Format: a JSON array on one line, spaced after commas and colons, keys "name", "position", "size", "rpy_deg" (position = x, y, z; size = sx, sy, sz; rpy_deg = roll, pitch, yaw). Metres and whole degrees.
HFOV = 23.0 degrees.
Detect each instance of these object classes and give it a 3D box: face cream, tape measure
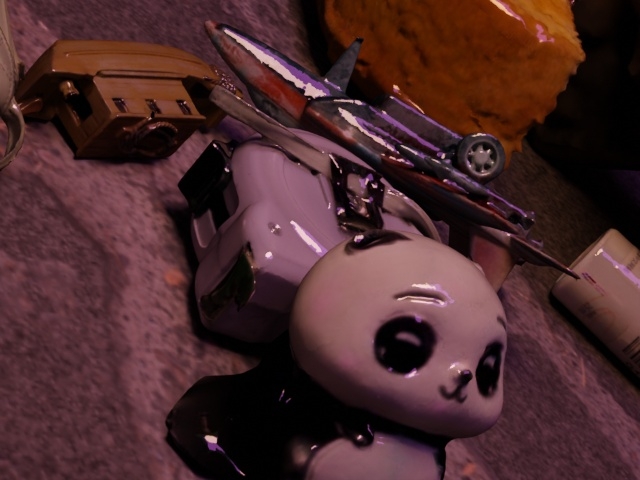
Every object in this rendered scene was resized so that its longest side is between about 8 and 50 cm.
[{"name": "face cream", "position": [0.318, 0.108, 1.337], "size": [0.269, 0.082, 0.082], "rpy_deg": [45, 28, 5]}, {"name": "tape measure", "position": [-0.003, -0.003, 1.067], "size": [0.196, 0.105, 0.178], "rpy_deg": [15, 38, -39]}]

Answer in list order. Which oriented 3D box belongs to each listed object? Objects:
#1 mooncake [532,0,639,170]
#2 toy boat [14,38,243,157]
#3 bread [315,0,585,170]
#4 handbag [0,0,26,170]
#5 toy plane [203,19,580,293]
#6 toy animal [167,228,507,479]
[{"name": "mooncake", "position": [0.344, -0.169, 1.427], "size": [0.394, 0.246, 0.393], "rpy_deg": [9, 3, 31]}, {"name": "toy boat", "position": [-0.127, -0.097, 1.094], "size": [0.200, 0.057, 0.077], "rpy_deg": [-6, 58, -55]}, {"name": "bread", "position": [0.102, -0.222, 1.404], "size": [0.179, 0.194, 0.340], "rpy_deg": [30, 35, -25]}, {"name": "handbag", "position": [-0.289, -0.129, 0.927], "size": [0.256, 0.079, 0.219], "rpy_deg": [11, 52, -43]}, {"name": "toy plane", "position": [0.052, -0.073, 1.187], "size": [0.326, 0.104, 0.223], "rpy_deg": [43, -5, -11]}, {"name": "toy animal", "position": [0.026, 0.080, 0.926], "size": [0.166, 0.179, 0.138], "rpy_deg": [24, 18, -42]}]
